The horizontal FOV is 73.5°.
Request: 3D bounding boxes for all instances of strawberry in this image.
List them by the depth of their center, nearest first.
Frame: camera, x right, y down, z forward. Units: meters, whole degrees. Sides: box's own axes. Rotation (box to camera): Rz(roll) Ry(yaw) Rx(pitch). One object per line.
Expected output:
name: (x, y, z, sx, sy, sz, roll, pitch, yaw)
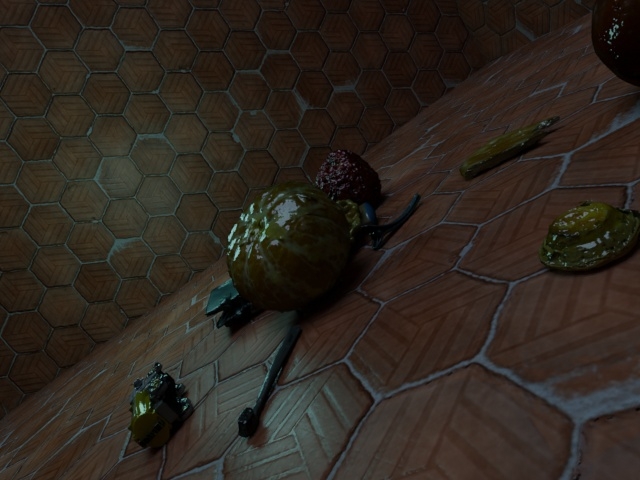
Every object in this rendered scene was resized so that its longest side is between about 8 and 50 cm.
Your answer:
strawberry: (0.086, -0.213, 1.543, 0.273, 0.221, 0.274, -13, 19, 4)

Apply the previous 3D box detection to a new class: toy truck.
toy truck: (-0.363, 0.359, 0.943, 0.114, 0.098, 0.227, -45, 16, -17)

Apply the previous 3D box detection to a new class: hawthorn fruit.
hawthorn fruit: (0.676, -0.444, 0.816, 0.315, 0.316, 0.316, -33, 12, 8)

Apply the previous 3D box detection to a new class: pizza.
pizza: (0.487, -0.246, 1.115, 0.262, 0.034, 0.181, -25, 17, 41)

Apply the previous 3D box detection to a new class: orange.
orange: (-0.076, 0.018, 1.046, 0.329, 0.249, 0.330, -31, 44, 35)

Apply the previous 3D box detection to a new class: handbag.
handbag: (-0.218, 0.157, 1.336, 0.268, 0.100, 0.274, -33, 13, -8)

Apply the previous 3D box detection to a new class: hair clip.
hair clip: (0.202, -0.059, 1.150, 0.229, 0.070, 0.039, -34, 7, -33)

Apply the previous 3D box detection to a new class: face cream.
face cream: (0.056, -0.030, 1.364, 0.285, 0.067, 0.139, -29, 19, 29)

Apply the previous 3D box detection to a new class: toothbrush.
toothbrush: (-0.088, 0.246, 0.808, 0.030, 0.031, 0.297, -3, 21, 16)

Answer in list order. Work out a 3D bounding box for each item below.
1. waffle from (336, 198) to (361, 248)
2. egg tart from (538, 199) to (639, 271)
waffle: (0.000, -0.006, 1.263, 0.281, 0.058, 0.301, -35, 29, 19)
egg tart: (0.347, -0.011, 0.568, 0.130, 0.052, 0.130, -36, 13, 9)
